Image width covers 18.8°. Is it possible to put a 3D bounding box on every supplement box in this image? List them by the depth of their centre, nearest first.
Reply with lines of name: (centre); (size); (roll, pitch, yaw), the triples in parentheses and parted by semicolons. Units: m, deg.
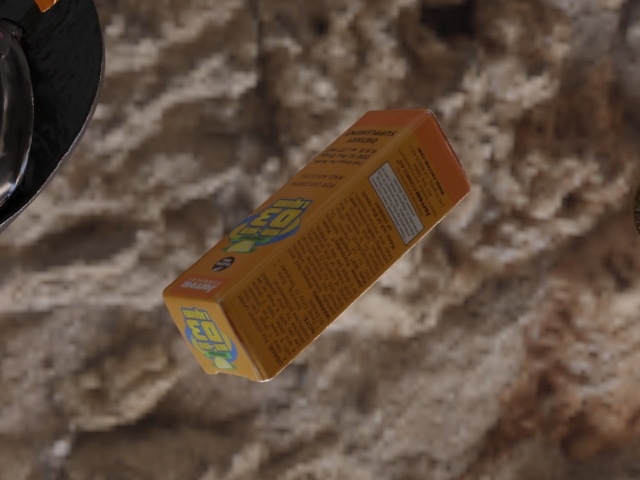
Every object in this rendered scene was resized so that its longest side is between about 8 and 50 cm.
supplement box: (0.000, 0.000, 1.383); (0.233, 0.080, 0.078); (-45, -153, -28)

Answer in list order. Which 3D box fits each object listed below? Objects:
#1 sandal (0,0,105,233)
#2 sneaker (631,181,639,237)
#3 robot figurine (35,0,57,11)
sandal: (-0.324, -0.064, 1.658); (0.167, 0.107, 0.446); (29, -105, 4)
sneaker: (0.292, -0.072, 1.304); (0.086, 0.192, 0.064); (12, -146, -28)
robot figurine: (-0.201, -0.247, 1.342); (0.211, 0.085, 0.291); (-30, -151, 38)
